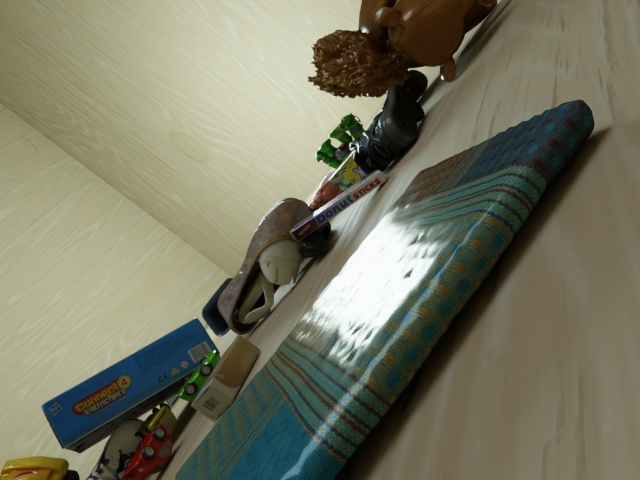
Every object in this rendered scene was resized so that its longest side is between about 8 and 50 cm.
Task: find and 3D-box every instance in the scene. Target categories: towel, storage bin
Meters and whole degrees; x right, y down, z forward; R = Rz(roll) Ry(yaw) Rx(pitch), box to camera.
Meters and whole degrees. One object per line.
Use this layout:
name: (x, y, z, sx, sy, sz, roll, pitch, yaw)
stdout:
towel: (0.019, 0.075, 0.435, 0.370, 0.040, 0.271, -51, 7, -7)
storage bin: (-0.190, 0.154, 1.383, 0.135, 0.098, 0.091, -50, -22, 23)

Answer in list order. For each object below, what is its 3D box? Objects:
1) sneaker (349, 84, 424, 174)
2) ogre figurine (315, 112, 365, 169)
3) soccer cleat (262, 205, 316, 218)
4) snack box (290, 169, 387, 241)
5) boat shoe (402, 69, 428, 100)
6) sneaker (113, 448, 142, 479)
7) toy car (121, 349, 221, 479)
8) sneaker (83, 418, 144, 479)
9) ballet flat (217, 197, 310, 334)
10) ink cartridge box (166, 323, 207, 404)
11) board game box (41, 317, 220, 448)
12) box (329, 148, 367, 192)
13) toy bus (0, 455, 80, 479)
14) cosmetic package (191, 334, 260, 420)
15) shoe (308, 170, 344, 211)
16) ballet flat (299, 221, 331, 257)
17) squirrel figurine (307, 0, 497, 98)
sneaker: (0.118, -0.201, 1.083, 0.130, 0.087, 0.227, -41, 16, 33)
ogre figurine: (0.064, -0.207, 1.392, 0.197, 0.118, 0.097, -45, 5, 41)
soccer cleat: (-0.079, -0.008, 1.277, 0.093, 0.121, 0.289, -56, 6, -28)
snack box: (0.029, -0.059, 0.996, 0.178, 0.022, 0.064, -34, 9, 5)
boat shoe: (0.200, -0.338, 1.419, 0.190, 0.068, 0.072, -57, -6, -41)
sneaker: (-0.337, 0.392, 1.086, 0.038, 0.069, 0.098, -8, 44, 50)
toy car: (-0.238, 0.290, 1.023, 0.225, 0.053, 0.239, -50, 10, -7)
sneaker: (-0.398, 0.454, 1.100, 0.235, 0.094, 0.153, -52, 7, 7)
ballet flat: (-0.095, 0.064, 1.116, 0.316, 0.108, 0.106, -58, 38, 34)
ink cartridge box: (-0.394, 0.365, 1.785, 0.238, 0.060, 0.275, -53, 5, -16)
board game box: (-0.371, 0.298, 1.194, 0.308, 0.086, 0.302, -29, -10, -25)
box: (0.086, -0.168, 1.267, 0.169, 0.059, 0.054, -45, 12, 53)
toy bus: (-0.553, 0.552, 1.116, 0.211, 0.150, 0.220, -88, -3, -73)
cosmetic package: (-0.135, 0.197, 0.862, 0.060, 0.041, 0.115, -49, 6, 29)
shoe: (0.003, -0.078, 1.383, 0.178, 0.064, 0.081, -55, 5, 29)
ballet flat: (0.000, 0.000, 1.074, 0.173, 0.049, 0.057, -55, -24, -72)
squirrel figurine: (0.173, -0.413, 1.221, 0.397, 0.281, 0.370, -41, 23, 25)
